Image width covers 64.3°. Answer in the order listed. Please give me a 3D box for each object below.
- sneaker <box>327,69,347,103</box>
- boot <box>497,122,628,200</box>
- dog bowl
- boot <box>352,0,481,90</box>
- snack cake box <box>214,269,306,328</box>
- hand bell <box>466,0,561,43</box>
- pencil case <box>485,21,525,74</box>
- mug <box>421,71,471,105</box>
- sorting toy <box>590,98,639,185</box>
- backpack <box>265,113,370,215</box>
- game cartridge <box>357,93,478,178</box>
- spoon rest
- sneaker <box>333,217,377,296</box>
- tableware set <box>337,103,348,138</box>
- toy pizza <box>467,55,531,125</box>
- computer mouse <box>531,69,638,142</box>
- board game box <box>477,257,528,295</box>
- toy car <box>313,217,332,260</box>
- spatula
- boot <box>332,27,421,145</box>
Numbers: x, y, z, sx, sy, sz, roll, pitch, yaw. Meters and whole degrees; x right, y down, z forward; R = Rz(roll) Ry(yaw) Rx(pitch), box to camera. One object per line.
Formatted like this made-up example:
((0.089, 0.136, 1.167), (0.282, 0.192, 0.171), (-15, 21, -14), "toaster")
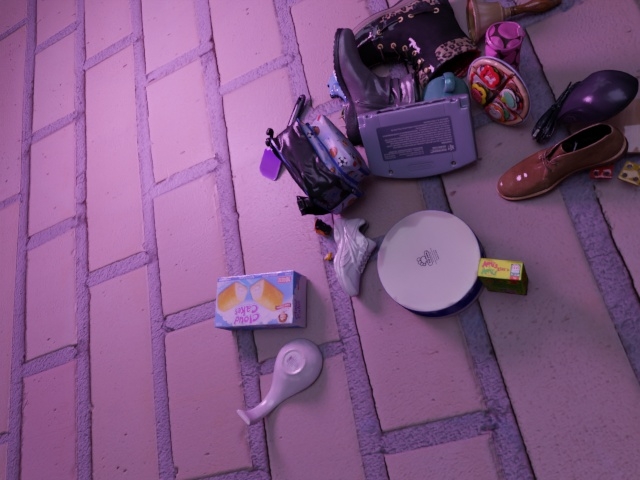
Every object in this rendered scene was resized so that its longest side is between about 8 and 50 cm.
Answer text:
((0.066, -0.463, 1.589), (0.073, 0.063, 0.162), (-49, 42, 26), "sneaker")
((0.551, -0.192, 1.213), (0.305, 0.115, 0.113), (-27, 63, 36), "boot")
((0.283, 0.060, 1.295), (0.264, 0.104, 0.265), (-8, 71, 24), "dog bowl")
((0.250, -0.542, 1.484), (0.377, 0.138, 0.284), (-30, 64, 9), "boot")
((-0.175, 0.181, 1.490), (0.264, 0.089, 0.152), (-7, 71, 24), "snack cake box")
((0.536, -0.636, 1.404), (0.241, 0.126, 0.126), (-11, 69, 9), "hand bell")
((0.472, -0.465, 1.304), (0.098, 0.209, 0.095), (3, 75, 18), "pencil case")
((0.347, -0.390, 1.377), (0.157, 0.129, 0.098), (139, 139, -55), "mug")
((0.719, -0.256, 1.212), (0.132, 0.046, 0.275), (3, 79, 27), "sorting toy")
((0.011, -0.201, 1.419), (0.213, 0.263, 0.277), (-30, 68, 9), "backpack")
((0.261, -0.268, 1.368), (0.297, 0.198, 0.062), (-4, 33, 26), "game cartridge")
((-0.108, 0.391, 1.410), (0.276, 0.084, 0.137), (-46, 61, -9), "spoon rest")
((0.099, 0.038, 1.403), (0.115, 0.090, 0.232), (-10, 71, 19), "sneaker")
((0.101, -0.360, 1.559), (0.103, 0.024, 0.154), (3, 75, 26), "tableware set")
((0.446, -0.373, 1.296), (0.032, 0.201, 0.201), (-39, 60, -12), "toy pizza")
((0.603, -0.327, 1.177), (0.072, 0.272, 0.189), (37, 89, -11), "computer mouse")
((0.424, 0.085, 1.174), (0.092, 0.181, 0.043), (4, 77, 27), "board game box")
((0.000, 0.000, 1.482), (0.040, 0.060, 0.122), (-31, 51, 50), "toy car")
((-0.118, -0.341, 1.655), (0.084, 0.030, 0.297), (24, 86, 32), "spatula")
((0.169, -0.444, 1.433), (0.222, 0.118, 0.339), (-6, 106, 27), "boot")
